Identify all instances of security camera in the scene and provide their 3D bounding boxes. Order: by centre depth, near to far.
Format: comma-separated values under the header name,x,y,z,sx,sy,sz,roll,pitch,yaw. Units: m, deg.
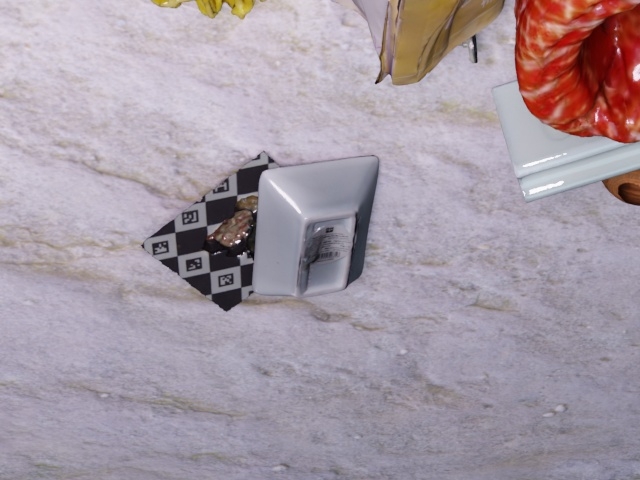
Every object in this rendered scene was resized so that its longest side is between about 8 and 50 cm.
name,x,y,z,sx,sy,sz,roll,pitch,yaw
security camera,0.154,-0.250,1.602,0.092,0.058,0.058,-7,145,10

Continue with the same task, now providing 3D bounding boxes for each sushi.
name,x,y,z,sx,sy,sz,roll,pitch,yaw
sushi,-0.118,-0.022,1.842,0.231,0.047,0.219,-36,136,11

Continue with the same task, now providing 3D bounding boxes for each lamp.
name,x,y,z,sx,sy,sz,roll,pitch,yaw
lamp,0.463,-0.116,1.783,0.136,0.136,0.136,-6,144,-4

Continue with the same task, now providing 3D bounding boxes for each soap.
name,x,y,z,sx,sy,sz,roll,pitch,yaw
soap,0.378,-0.167,1.667,0.265,0.160,0.087,-17,142,11

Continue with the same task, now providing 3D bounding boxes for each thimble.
name,x,y,z,sx,sy,sz,roll,pitch,yaw
thimble,0.383,-0.275,1.392,0.350,0.231,0.350,5,153,2

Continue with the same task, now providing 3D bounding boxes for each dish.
name,x,y,z,sx,sy,sz,roll,pitch,yaw
dish,0.000,0.000,1.824,0.181,0.080,0.243,-9,134,-16

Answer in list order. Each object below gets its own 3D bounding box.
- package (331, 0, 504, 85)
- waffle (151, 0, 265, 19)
name,x,y,z,sx,sy,sz,roll,pitch,yaw
package,0.124,-0.295,1.374,0.221,0.165,0.311,-6,159,-3
waffle,-0.127,-0.357,1.385,0.250,0.056,0.261,19,138,-32
